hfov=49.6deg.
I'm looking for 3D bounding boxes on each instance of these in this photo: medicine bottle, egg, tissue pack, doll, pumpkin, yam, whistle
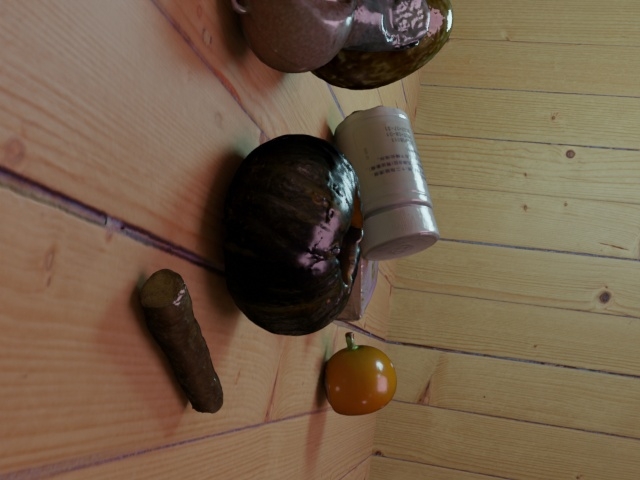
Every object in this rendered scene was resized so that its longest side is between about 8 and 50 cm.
[{"bbox_3d":[0.153,-0.127,1.629,0.190,0.190,0.332,60,17,-68],"label":"medicine bottle"},{"bbox_3d":[0.086,-0.384,1.221,0.238,0.289,0.238,9,90,-79],"label":"egg"},{"bbox_3d":[0.073,0.074,1.748,0.225,0.124,0.185,-53,144,-66],"label":"tissue pack"},{"bbox_3d":[0.103,0.349,1.877,0.213,0.213,0.236,-30,111,-74],"label":"doll"},{"bbox_3d":[-0.038,-0.009,1.090,0.320,0.192,0.320,5,90,-78],"label":"pumpkin"},{"bbox_3d":[-0.171,0.140,0.889,0.274,0.061,0.061,82,19,-49],"label":"yam"},{"bbox_3d":[0.013,-0.335,1.035,0.348,0.189,0.189,-6,106,-35],"label":"whistle"}]
